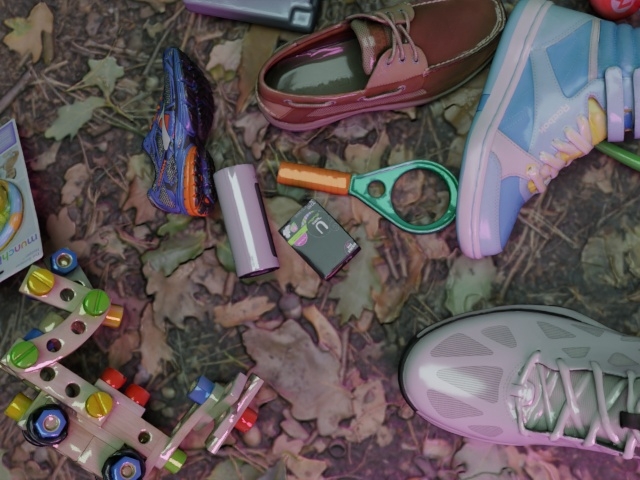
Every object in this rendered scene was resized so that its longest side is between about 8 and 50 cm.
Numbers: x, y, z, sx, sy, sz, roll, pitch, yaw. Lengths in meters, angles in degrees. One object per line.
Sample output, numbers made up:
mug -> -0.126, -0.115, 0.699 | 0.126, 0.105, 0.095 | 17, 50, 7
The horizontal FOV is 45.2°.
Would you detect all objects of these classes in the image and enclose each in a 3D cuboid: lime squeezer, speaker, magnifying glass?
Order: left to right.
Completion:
speaker -> -0.093, -0.025, 0.955 | 0.055, 0.055, 0.136 | -16, 82, 5
magnifying glass -> 0.061, -0.065, 0.957 | 0.230, 0.026, 0.092 | 11, 86, 8
lime squeezer -> 0.452, -0.091, 0.899 | 0.310, 0.059, 0.110 | 1, 85, 7

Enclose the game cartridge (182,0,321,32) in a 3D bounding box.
game cartridge -> -0.073, -0.428, 0.996 | 0.198, 0.062, 0.298 | 12, 86, 12

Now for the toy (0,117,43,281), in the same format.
toy -> -0.427, -0.046, 0.945 | 0.136, 0.056, 0.237 | -31, 53, 10

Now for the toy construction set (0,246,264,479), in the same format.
toy construction set -> -0.239, 0.168, 0.917 | 0.327, 0.151, 0.215 | 30, 63, 1

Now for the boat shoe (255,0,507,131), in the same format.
boat shoe -> 0.073, -0.219, 0.924 | 0.324, 0.116, 0.123 | -22, 82, 4

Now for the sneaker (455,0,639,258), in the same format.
sneaker -> 0.282, -0.115, 0.868 | 0.208, 0.127, 0.319 | 16, 87, 22

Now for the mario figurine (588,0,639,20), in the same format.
mario figurine -> 0.448, -0.360, 0.872 | 0.320, 0.170, 0.198 | -37, 83, 0

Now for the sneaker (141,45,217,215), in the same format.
sneaker -> -0.187, -0.138, 0.967 | 0.087, 0.083, 0.221 | -6, 80, 15

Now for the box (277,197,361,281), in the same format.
box -> 0.000, 0.000, 0.943 | 0.062, 0.052, 0.083 | -44, 82, 1

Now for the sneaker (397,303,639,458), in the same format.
sneaker -> 0.302, 0.153, 0.790 | 0.447, 0.257, 0.169 | 4, 85, 7
